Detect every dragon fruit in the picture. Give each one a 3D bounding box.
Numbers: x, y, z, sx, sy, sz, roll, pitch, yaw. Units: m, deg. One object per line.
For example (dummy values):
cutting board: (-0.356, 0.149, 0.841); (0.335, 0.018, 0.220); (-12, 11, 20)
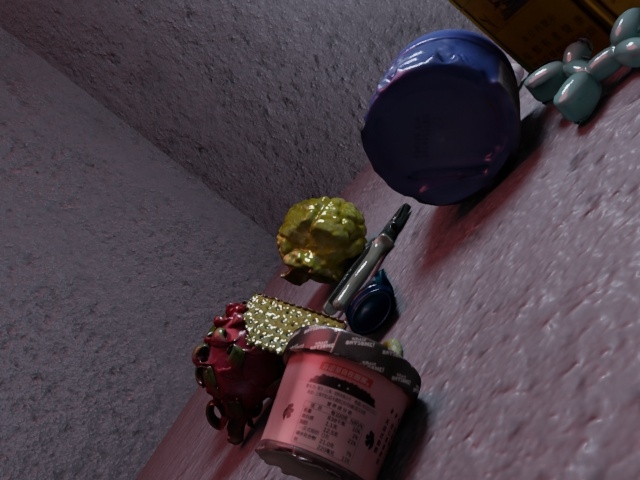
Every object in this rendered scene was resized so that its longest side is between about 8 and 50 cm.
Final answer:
dragon fruit: (-0.165, 0.265, 1.084); (0.272, 0.218, 0.198); (-54, 44, 21)

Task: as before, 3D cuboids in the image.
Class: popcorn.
popcorn: (0.000, 0.000, 1.394); (0.270, 0.224, 0.258); (-44, 15, 17)

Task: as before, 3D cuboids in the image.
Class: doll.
doll: (0.366, -0.234, 0.686); (0.158, 0.059, 0.159); (-49, 23, 14)

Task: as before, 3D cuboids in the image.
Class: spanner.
spanner: (0.113, 0.034, 1.149); (0.324, 0.040, 0.096); (-52, 6, -25)

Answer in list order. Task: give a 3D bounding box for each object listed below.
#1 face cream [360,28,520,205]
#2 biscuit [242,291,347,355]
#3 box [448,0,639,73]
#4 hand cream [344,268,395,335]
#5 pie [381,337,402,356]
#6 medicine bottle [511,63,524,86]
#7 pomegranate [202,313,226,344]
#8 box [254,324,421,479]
face cream: (0.209, -0.211, 0.882); (0.249, 0.249, 0.225); (-48, 9, 33)
biscuit: (-0.061, 0.170, 0.992); (0.144, 0.203, 0.016); (-62, -16, -53)
box: (0.321, -0.384, 0.794); (0.084, 0.301, 0.193); (-53, 7, -10)
hand cream: (0.082, 0.105, 0.927); (0.120, 0.061, 0.270); (-50, 1, 3)
pie: (0.080, 0.167, 0.700); (0.084, 0.021, 0.084); (-51, 5, 6)
medicine bottle: (0.403, -0.339, 1.124); (0.089, 0.052, 0.052); (-54, 6, -23)
pomegranate: (-0.217, 0.274, 1.287); (0.248, 0.214, 0.214); (-3, 39, 38)
box: (0.014, 0.182, 0.536); (0.151, 0.151, 0.135); (-44, 18, 55)
